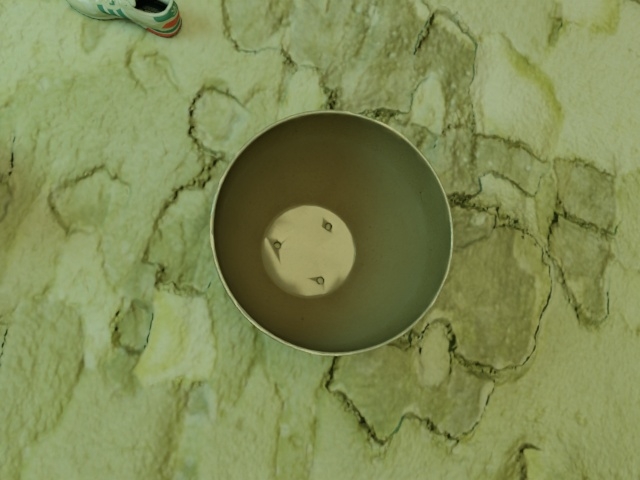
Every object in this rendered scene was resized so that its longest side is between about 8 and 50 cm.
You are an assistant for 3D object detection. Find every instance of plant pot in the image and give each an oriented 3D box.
[{"bbox_3d":[0.000,0.000,0.835,0.284,0.191,0.283,2,82,-11],"label":"plant pot"}]

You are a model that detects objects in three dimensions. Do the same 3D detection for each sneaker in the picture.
[{"bbox_3d":[-0.268,-0.331,0.893,0.162,0.075,0.057,16,79,-9],"label":"sneaker"}]
